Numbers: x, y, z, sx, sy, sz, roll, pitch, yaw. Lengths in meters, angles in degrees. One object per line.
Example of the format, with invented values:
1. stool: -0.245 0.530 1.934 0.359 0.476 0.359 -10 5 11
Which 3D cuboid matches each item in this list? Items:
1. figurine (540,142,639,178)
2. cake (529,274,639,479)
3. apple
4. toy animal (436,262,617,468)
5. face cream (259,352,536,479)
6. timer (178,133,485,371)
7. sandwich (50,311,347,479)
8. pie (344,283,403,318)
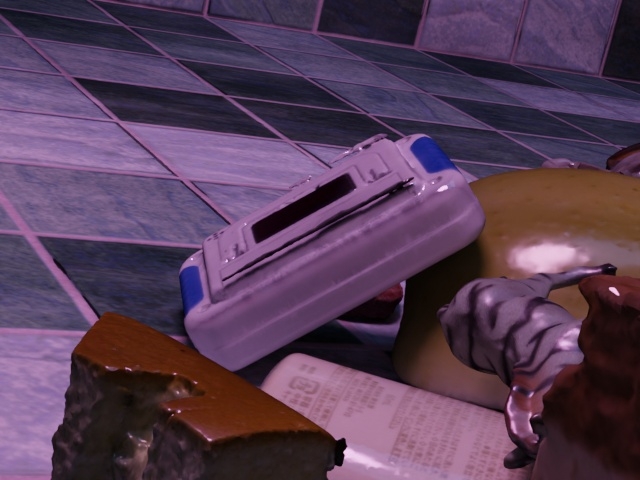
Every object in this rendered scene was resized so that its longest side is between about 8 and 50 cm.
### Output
1. figurine: 0.424 -0.050 1.898 0.308 0.143 0.308 22 29 -13
2. cake: 0.240 0.177 0.661 0.255 0.290 0.282 4 17 -34
3. apple: 0.249 0.077 1.328 0.360 0.312 0.320 7 56 5
4. toy animal: 0.181 0.081 1.025 0.170 0.090 0.255 4 14 -11
5. face cream: 0.123 0.165 0.995 0.348 0.081 0.173 15 17 9
6. timer: 0.000 0.000 1.244 0.253 0.078 0.178 -30 20 1
7. sandwich: -0.100 0.126 0.890 0.128 0.122 0.235 4 15 -43
8. pie: 0.010 0.036 1.451 0.153 0.038 0.153 12 18 -4
